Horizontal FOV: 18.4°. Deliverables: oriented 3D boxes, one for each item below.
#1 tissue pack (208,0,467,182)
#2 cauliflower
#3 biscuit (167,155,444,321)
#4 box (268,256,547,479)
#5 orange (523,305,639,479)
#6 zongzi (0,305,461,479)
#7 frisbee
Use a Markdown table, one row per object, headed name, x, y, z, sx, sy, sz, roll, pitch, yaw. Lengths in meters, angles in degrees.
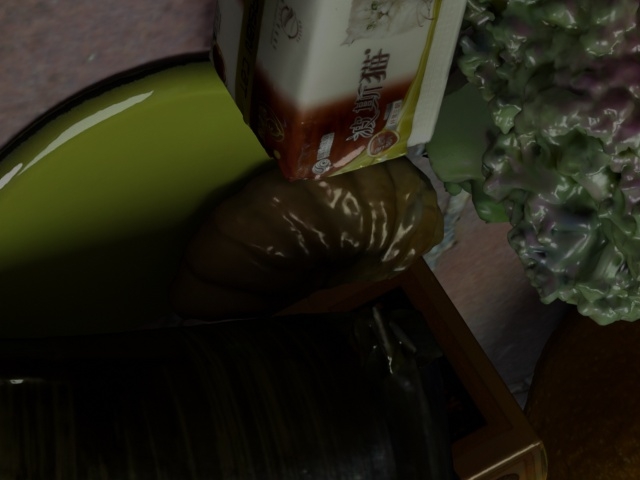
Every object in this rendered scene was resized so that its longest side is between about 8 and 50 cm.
| name | x | y | z | sx | sy | sz | roll | pitch | yaw |
| --- | --- | --- | --- | --- | --- | --- | --- | --- | --- |
| tissue pack | 0.007 | -0.120 | 0.992 | 0.099 | 0.106 | 0.149 | -20 | 147 | -22 |
| cauliflower | 0.138 | -0.078 | 1.106 | 0.239 | 0.256 | 0.315 | -7 | 172 | -42 |
| biscuit | 0.000 | 0.000 | 1.175 | 0.183 | 0.061 | 0.118 | -16 | 145 | -26 |
| box | -0.014 | 0.141 | 1.287 | 0.274 | 0.174 | 0.076 | -28 | 151 | -7 |
| orange | 0.316 | 0.142 | 1.475 | 0.357 | 0.322 | 0.322 | -30 | 151 | 14 |
| zongzi | -0.110 | 0.258 | 1.078 | 0.403 | 0.432 | 0.208 | -1 | 171 | -16 |
| frisbee | -0.105 | -0.015 | 1.130 | 0.236 | 0.017 | 0.236 | -24 | 149 | -15 |
